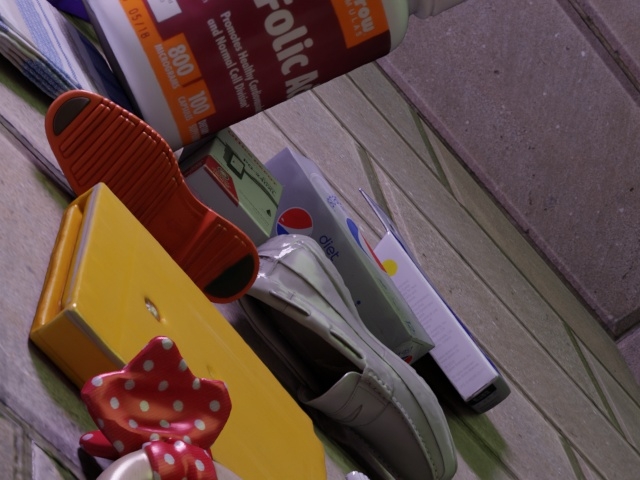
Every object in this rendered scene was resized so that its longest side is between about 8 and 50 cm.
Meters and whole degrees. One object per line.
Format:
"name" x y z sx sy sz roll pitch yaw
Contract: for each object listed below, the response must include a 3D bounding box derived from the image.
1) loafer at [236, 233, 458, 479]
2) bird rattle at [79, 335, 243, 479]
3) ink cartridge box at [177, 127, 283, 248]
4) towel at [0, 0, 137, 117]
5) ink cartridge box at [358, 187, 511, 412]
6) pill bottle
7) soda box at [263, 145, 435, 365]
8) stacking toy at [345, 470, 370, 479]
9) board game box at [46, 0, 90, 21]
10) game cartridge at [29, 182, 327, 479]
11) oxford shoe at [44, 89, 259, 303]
"loafer" 0.022 0.142 1.779 0.319 0.112 0.111 52 47 -9
"bird rattle" -0.077 0.192 1.171 0.253 0.143 0.207 50 28 0
"ink cartridge box" -0.104 -0.054 1.894 0.109 0.063 0.150 48 19 -15
"towel" -0.282 -0.200 1.748 0.285 0.034 0.209 42 13 -48
"ink cartridge box" 0.140 0.090 2.354 0.307 0.072 0.303 52 3 13
"pill bottle" -0.044 -0.268 1.868 0.224 0.392 0.224 63 -6 13
"soda box" 0.012 0.033 2.036 0.286 0.098 0.091 57 12 22
"stacking toy" 0.088 0.321 1.606 0.221 0.052 0.167 41 18 -52
"board game box" -0.352 -0.417 2.006 0.347 0.078 0.233 55 12 12
"game cartridge" -0.106 0.126 1.441 0.323 0.053 0.285 51 11 -18
"oxford shoe" -0.171 -0.043 1.624 0.271 0.097 0.098 50 -9 -33
